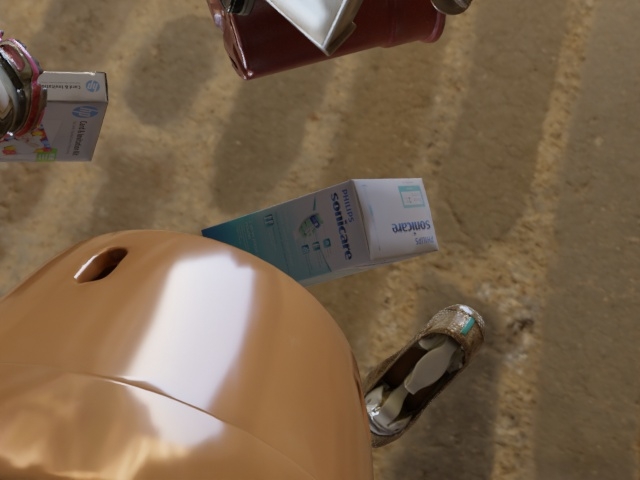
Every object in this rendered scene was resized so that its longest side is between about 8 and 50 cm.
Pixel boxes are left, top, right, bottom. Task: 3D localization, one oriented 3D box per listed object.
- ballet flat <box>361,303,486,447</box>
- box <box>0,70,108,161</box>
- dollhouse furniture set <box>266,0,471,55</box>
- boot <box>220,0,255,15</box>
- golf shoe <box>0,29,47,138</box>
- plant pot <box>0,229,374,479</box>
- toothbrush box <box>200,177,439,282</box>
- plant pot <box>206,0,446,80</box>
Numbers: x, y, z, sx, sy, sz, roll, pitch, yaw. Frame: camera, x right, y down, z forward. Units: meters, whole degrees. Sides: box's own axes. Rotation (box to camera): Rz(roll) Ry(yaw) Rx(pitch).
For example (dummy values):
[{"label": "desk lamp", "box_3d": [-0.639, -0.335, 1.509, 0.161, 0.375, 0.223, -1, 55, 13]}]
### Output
[{"label": "ballet flat", "box_3d": [0.087, 0.147, 1.018, 0.206, 0.073, 0.067, -55, 174, 25]}, {"label": "box", "box_3d": [-0.314, -0.121, 0.994, 0.145, 0.186, 0.038, 134, -51, -62]}, {"label": "dollhouse furniture set", "box_3d": [0.081, -0.383, 1.013, 0.355, 0.303, 0.174, -49, 180, -17]}, {"label": "boot", "box_3d": [-0.178, -0.339, 1.083, 0.236, 0.178, 0.085, 70, -24, 14]}, {"label": "golf shoe", "box_3d": [-0.240, -0.116, 0.543, 0.186, 0.086, 0.067, 34, -65, 12]}, {"label": "plant pot", "box_3d": [-0.092, 0.133, 0.489, 0.291, 0.291, 0.203, -35, -158, 32]}, {"label": "toothbrush box", "box_3d": [0.000, 0.000, 1.556, 0.295, 0.216, 0.126, -16, -95, 35]}, {"label": "plant pot", "box_3d": [-0.012, -0.346, 1.313, 0.265, 0.272, 0.272, -22, -141, -8]}]
